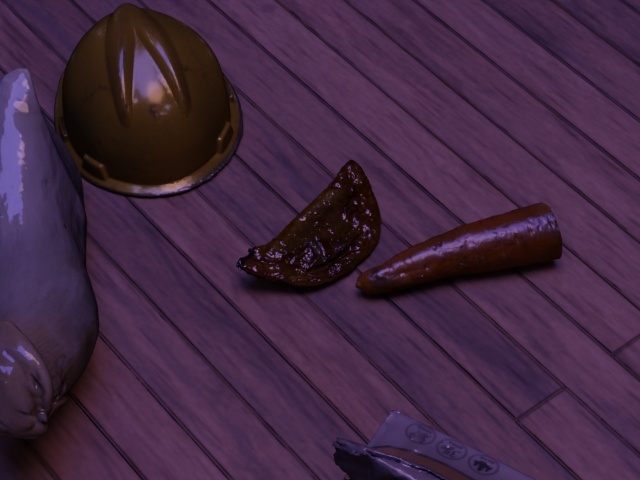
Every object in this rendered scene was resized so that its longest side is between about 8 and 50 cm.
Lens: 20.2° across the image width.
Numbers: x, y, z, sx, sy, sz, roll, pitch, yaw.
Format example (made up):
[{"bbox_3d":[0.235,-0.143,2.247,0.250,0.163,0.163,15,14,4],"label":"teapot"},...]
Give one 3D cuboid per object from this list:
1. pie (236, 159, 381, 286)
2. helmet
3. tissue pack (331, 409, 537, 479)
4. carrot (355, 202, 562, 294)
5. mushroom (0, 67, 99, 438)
[{"bbox_3d":[0.003,0.000,1.830,0.088,0.033,0.191,40,57,13],"label":"pie"},{"bbox_3d":[-0.192,-0.179,1.927,0.205,0.140,0.257,-13,52,-10],"label":"helmet"},{"bbox_3d":[0.140,0.278,1.452,0.305,0.238,0.238,25,54,22],"label":"tissue pack"},{"bbox_3d":[0.134,0.016,1.801,0.210,0.061,0.061,-15,50,-7],"label":"carrot"},{"bbox_3d":[-0.281,0.037,1.713,0.126,0.177,0.397,-11,51,0],"label":"mushroom"}]
